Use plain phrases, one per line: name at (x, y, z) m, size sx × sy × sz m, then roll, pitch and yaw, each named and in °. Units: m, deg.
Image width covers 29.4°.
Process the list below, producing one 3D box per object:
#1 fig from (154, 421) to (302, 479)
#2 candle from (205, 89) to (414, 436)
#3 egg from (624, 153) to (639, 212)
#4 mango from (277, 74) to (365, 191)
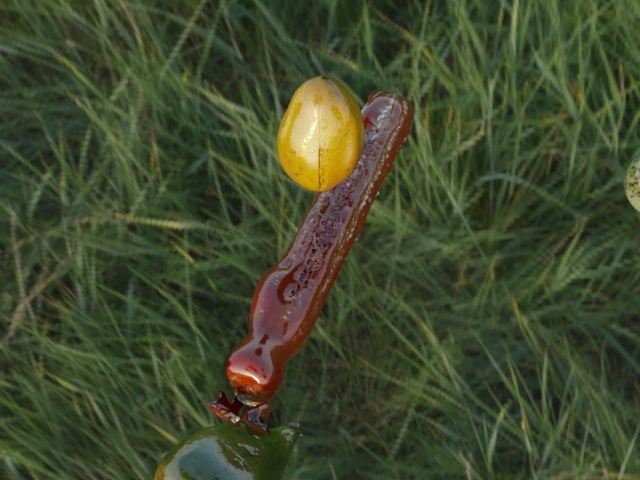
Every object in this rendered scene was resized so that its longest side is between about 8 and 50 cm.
fig at (-0.095, 0.272, 1.351) m, size 0.133 × 0.185 × 0.126 m, roll 32°, pitch 111°, yaw 32°
candle at (0.000, 0.000, 0.923) m, size 0.048 × 0.051 × 0.329 m, roll -14°, pitch 39°, yaw 44°
egg at (0.407, -0.066, 1.447) m, size 0.085 × 0.110 × 0.085 m, roll -5°, pitch 78°, yaw 27°
mango at (0.000, -0.073, 0.816) m, size 0.060 × 0.089 × 0.046 m, roll 4°, pitch 45°, yaw 5°
